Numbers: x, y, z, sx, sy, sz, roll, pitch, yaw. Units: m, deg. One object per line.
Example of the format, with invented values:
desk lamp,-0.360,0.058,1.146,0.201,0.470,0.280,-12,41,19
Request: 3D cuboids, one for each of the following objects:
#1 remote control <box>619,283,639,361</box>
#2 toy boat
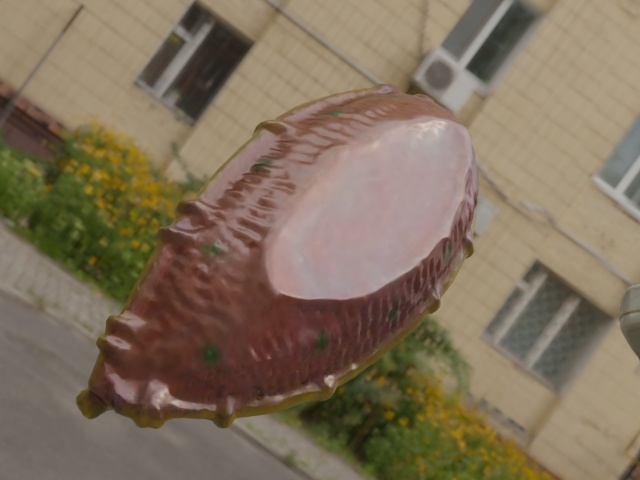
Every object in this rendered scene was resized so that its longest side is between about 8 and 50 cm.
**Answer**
remote control,0.270,0.032,0.587,0.230,0.049,0.090,-14,-37,34
toy boat,0.005,-0.003,0.640,0.141,0.318,0.099,54,-40,-4
